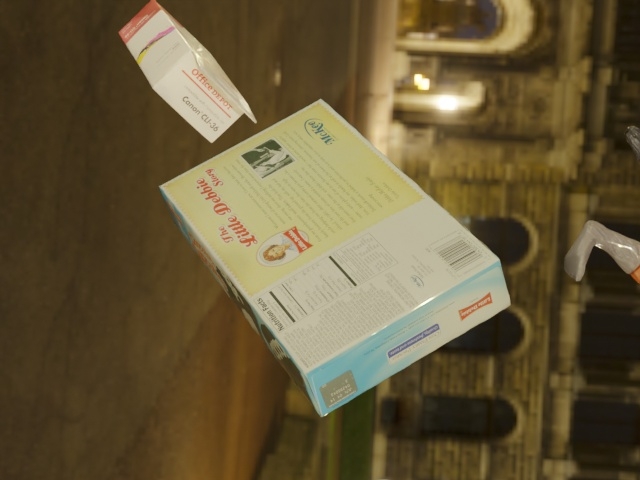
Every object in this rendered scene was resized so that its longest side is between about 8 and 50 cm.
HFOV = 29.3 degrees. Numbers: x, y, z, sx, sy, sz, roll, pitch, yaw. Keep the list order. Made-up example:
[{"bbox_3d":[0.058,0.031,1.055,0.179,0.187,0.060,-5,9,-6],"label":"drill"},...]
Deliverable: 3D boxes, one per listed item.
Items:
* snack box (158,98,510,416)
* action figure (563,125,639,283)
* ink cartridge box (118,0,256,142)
[{"bbox_3d":[0.000,0.000,1.092,0.322,0.187,0.060,48,-17,48],"label":"snack box"},{"bbox_3d":[0.445,-0.015,1.120,0.341,0.330,0.178,-46,-139,46],"label":"action figure"},{"bbox_3d":[-0.160,-0.197,1.467,0.115,0.067,0.198,42,8,-39],"label":"ink cartridge box"}]
